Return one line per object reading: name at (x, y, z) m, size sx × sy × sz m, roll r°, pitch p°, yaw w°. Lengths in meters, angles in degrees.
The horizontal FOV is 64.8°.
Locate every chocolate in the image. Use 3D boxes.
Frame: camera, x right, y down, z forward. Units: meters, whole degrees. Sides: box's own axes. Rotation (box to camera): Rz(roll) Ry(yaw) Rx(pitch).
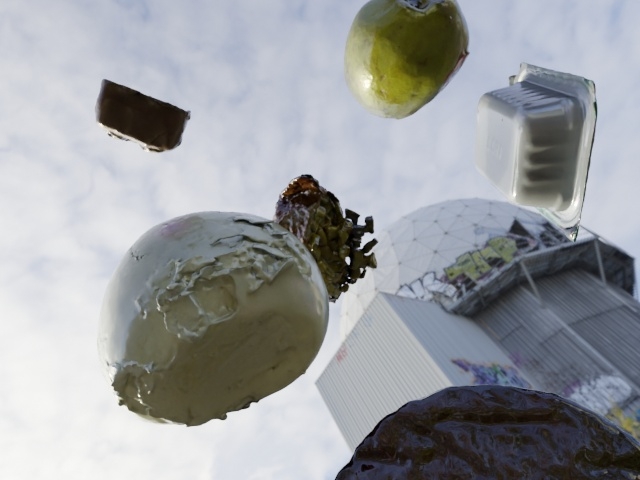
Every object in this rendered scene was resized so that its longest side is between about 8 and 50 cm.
chocolate at (-0.312, -0.210, 0.886) m, size 0.149 × 0.214 × 0.093 m, roll 15°, pitch -82°, yaw -18°

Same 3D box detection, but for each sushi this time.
sushi at (0.002, 0.002, 1.025) m, size 0.167 × 0.179 × 0.296 m, roll -23°, pitch -68°, yaw -50°

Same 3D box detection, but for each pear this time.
pear at (0.194, -0.440, 1.241) m, size 0.288 × 0.287 × 0.375 m, roll -14°, pitch -23°, yaw -20°

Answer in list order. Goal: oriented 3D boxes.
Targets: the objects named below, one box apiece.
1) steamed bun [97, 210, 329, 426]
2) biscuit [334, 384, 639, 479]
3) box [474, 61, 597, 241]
steamed bun at (-0.170, 0.077, 0.743) m, size 0.334 × 0.312 × 0.232 m, roll -24°, pitch -56°, yaw -27°
biscuit at (0.172, 0.346, 0.495) m, size 0.407 × 0.407 × 0.091 m, roll -40°, pitch -46°, yaw 3°
box at (0.369, -0.177, 0.936) m, size 0.106 × 0.336 × 0.263 m, roll -4°, pitch -66°, yaw 1°
